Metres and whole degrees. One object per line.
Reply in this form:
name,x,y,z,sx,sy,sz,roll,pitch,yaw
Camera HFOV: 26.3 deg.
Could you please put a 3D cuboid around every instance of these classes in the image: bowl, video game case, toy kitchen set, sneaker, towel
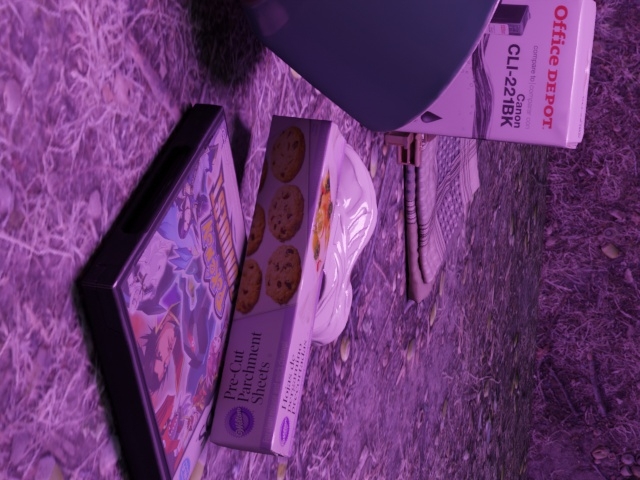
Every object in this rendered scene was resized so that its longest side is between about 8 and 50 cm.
bowl,0.032,-0.269,1.236,0.311,0.163,0.311,-47,-146,46
video game case,-0.121,0.061,1.210,0.248,0.035,0.275,-65,156,-46
toy kitchen set,0.134,-0.129,1.930,0.083,0.068,0.075,-54,147,-58
sneaker,0.000,0.000,1.505,0.115,0.090,0.232,23,74,-69
towel,0.198,-0.107,2.179,0.312,0.056,0.324,-60,153,-53

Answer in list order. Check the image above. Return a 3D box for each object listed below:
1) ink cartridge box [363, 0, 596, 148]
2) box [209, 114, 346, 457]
ink cartridge box,0.205,-0.229,1.765,0.114,0.273,0.197,-14,110,-73
box,-0.037,0.041,1.305,0.063,0.067,0.324,45,54,-68
